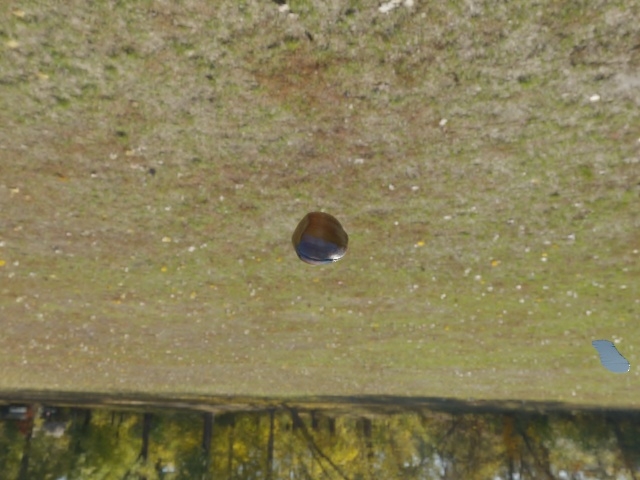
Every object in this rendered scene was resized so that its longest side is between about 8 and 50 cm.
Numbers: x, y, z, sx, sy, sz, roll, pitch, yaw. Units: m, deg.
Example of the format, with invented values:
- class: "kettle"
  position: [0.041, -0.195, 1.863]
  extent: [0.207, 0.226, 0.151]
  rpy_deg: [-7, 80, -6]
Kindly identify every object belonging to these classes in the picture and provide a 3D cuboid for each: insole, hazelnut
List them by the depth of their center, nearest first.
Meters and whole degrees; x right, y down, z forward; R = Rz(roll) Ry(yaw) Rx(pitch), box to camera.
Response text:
- class: "hazelnut"
  position: [0.000, 0.000, 0.872]
  extent: [0.086, 0.086, 0.086]
  rpy_deg: [1, 164, 0]
- class: "insole"
  position: [0.481, 0.193, 1.026]
  extent: [0.045, 0.002, 0.135]
  rpy_deg: [-9, 143, 37]
